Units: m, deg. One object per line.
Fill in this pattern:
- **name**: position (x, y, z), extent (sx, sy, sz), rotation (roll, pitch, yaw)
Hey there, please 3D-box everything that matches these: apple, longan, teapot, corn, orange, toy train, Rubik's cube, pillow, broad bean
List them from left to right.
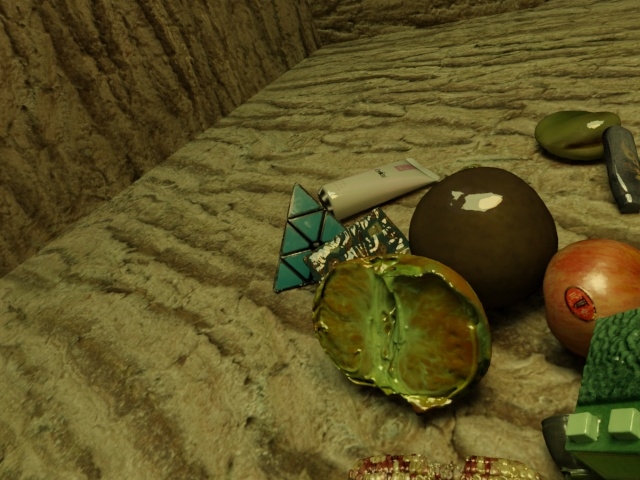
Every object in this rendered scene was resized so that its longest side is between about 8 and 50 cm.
- **Rubik's cube**: position (0.000, 0.002, 1.273), extent (0.228, 0.228, 0.233), rotation (-39, 55, 53)
- **pillow**: position (0.106, 0.050, 1.144), extent (0.255, 0.034, 0.189), rotation (-33, 74, -14)
- **orange**: position (0.155, 0.148, 0.869), extent (0.334, 0.263, 0.196), rotation (-1, 23, 43)
- **corn**: position (0.183, 0.366, 0.688), extent (0.289, 0.098, 0.098), rotation (-12, 35, 19)
- **longan**: position (0.325, -0.006, 0.945), extent (0.297, 0.297, 0.297), rotation (-16, 34, 11)
- **broad bean**: position (0.713, -0.299, 1.301), extent (0.189, 0.121, 0.263), rotation (-21, 20, 5)
- **teapot**: position (0.390, 0.303, 0.664), extent (0.124, 0.092, 0.091), rotation (-12, 50, 26)
- **apple**: position (0.477, 0.099, 0.791), extent (0.164, 0.209, 0.209), rotation (-5, 37, 40)
- **toy train**: position (0.448, 0.216, 0.605), extent (0.272, 0.188, 0.159), rotation (-56, 5, -29)

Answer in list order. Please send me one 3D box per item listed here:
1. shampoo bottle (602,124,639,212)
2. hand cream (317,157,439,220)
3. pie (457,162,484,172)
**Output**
- **shampoo bottle**: position (0.719, -0.171, 1.101), extent (0.049, 0.087, 0.234), rotation (129, 159, -57)
- **hand cream**: position (0.170, -0.169, 1.443), extent (0.358, 0.118, 0.185), rotation (-22, 33, -10)
- **pie**: position (0.454, -0.207, 1.396), extent (0.085, 0.017, 0.085), rotation (-15, 35, 11)
